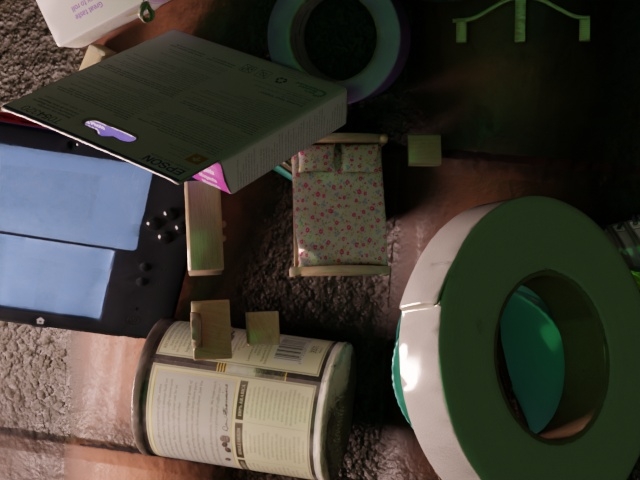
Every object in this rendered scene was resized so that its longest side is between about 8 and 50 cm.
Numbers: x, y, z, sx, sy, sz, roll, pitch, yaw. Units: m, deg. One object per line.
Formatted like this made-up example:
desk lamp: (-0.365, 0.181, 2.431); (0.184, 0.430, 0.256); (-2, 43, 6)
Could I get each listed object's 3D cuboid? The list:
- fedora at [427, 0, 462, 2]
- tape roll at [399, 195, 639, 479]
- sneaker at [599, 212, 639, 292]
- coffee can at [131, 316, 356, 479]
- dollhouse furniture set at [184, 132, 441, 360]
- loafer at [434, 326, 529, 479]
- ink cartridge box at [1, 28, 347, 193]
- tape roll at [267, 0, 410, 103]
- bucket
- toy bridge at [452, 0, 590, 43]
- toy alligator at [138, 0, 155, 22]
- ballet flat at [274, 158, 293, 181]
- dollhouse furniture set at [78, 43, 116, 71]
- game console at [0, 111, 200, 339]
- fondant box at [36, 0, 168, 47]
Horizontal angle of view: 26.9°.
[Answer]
fedora: (0.161, -0.468, 1.720); (0.334, 0.152, 0.334); (0, 88, -4)
tape roll: (0.254, 0.140, 1.603); (0.072, 0.392, 0.392); (-11, 96, 50)
sneaker: (0.402, 0.008, 1.806); (0.300, 0.111, 0.121); (20, 92, 6)
coffee can: (-0.105, 0.226, 1.908); (0.275, 0.201, 0.201); (7, 100, 14)
dollhouse furniture set: (0.000, 0.000, 1.780); (0.356, 0.174, 0.303); (-2, 85, -5)
loafer: (0.178, 0.201, 1.676); (0.134, 0.130, 0.366); (-12, 95, 15)
ink cartridge box: (-0.189, -0.164, 1.769); (0.324, 0.330, 0.071); (24, 130, 32)
tape roll: (0.027, -0.283, 1.865); (0.189, 0.080, 0.189); (2, 99, 14)
bucket: (0.230, 0.161, 1.820); (0.281, 0.183, 0.281); (2, 98, 13)
toy bridge: (0.273, -0.301, 1.825); (0.188, 0.026, 0.063); (2, 96, 15)
toy alligator: (-0.243, -0.396, 1.841); (0.051, 0.056, 0.189); (20, 107, 53)
ballet flat: (-0.011, -0.099, 1.912); (0.221, 0.077, 0.079); (39, 87, 2)
dollhouse furniture set: (-0.341, -0.179, 1.934); (0.101, 0.161, 0.182); (28, 105, 9)
game console: (-0.374, -0.013, 1.899); (0.387, 0.060, 0.342); (9, 119, -13)
fondant box: (-0.330, -0.476, 1.923); (0.238, 0.096, 0.330); (-25, 92, 16)
